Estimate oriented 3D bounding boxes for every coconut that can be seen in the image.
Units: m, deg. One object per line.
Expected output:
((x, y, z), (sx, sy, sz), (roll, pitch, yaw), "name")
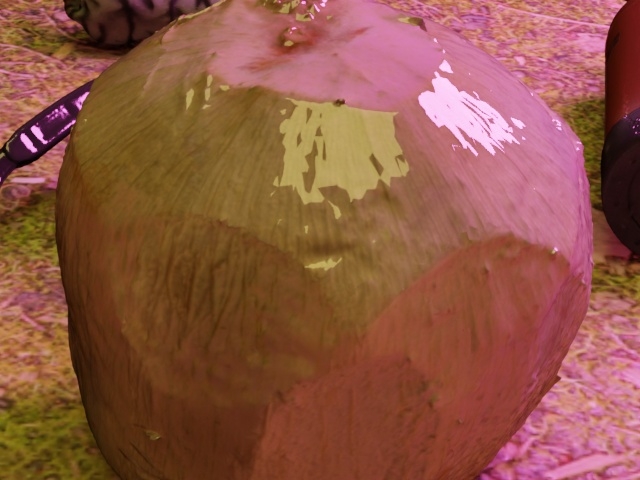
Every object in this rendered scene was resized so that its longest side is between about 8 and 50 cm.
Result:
((0.000, 0.000, 0.779), (0.297, 0.254, 0.297), (9, 41, -8), "coconut")

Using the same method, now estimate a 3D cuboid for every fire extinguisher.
((0.307, -0.102, 1.181), (0.200, 0.113, 0.376), (44, 30, -17), "fire extinguisher")

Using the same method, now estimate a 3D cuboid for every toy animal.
((-0.106, -0.222, 1.324), (0.255, 0.090, 0.170), (12, 36, 19), "toy animal")

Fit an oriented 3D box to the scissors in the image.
((-0.221, -0.061, 1.042), (0.088, 0.017, 0.220), (47, 51, -3), "scissors")
